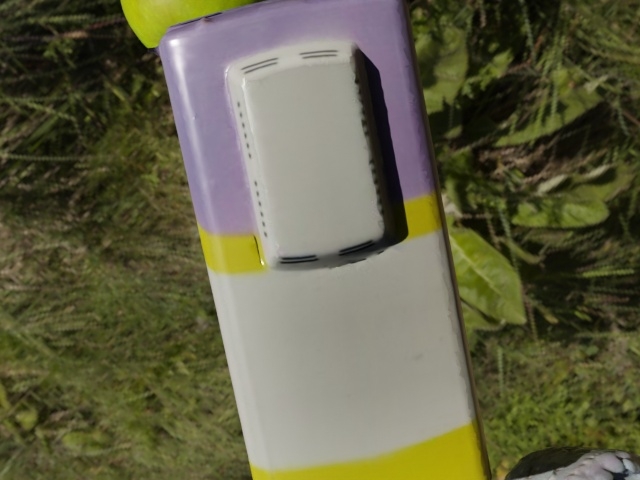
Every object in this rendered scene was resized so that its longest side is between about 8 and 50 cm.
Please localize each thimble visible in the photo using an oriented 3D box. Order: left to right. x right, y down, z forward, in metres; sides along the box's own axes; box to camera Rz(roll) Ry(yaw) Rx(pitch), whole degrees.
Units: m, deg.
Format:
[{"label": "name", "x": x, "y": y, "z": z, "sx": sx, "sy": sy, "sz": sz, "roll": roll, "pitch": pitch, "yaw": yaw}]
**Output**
[{"label": "thimble", "x": 0.259, "y": 0.268, "z": 0.825, "sx": 0.118, "sy": 0.151, "sz": 0.127, "roll": -21, "pitch": 85, "yaw": 59}]

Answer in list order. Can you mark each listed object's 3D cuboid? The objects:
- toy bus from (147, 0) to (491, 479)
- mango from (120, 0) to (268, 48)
[{"label": "toy bus", "x": 0.000, "y": 0.000, "z": 0.739, "sx": 0.249, "sy": 0.210, "sz": 0.439, "roll": -115, "pitch": 14, "yaw": -82}, {"label": "mango", "x": -0.089, "y": -0.328, "z": 0.946, "sx": 0.192, "sy": 0.343, "sz": 0.156, "roll": 36, "pitch": 145, "yaw": 2}]
